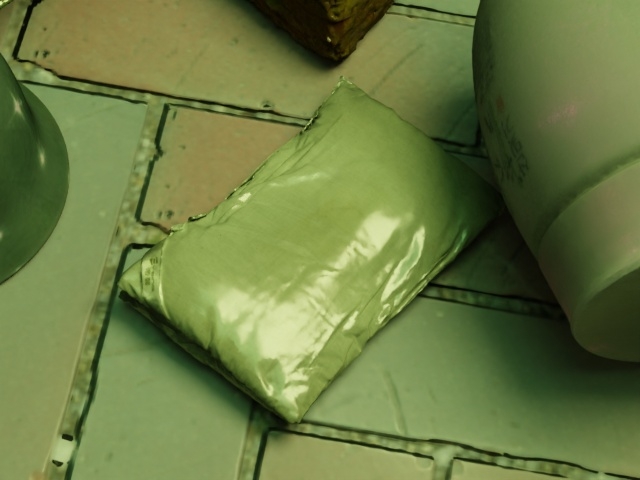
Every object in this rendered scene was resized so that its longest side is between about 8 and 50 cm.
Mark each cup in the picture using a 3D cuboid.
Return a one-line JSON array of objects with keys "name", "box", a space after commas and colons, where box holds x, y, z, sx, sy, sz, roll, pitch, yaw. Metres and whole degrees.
[{"name": "cup", "box": [-0.258, -0.077, 0.984, 0.199, 0.150, 0.199, 2, 59, -3]}]

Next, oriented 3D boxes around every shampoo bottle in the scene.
[{"name": "shampoo bottle", "box": [0.234, -0.077, 0.948, 0.273, 0.273, 0.266, -9, 66, -9]}]

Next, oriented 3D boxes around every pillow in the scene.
[{"name": "pillow", "box": [0.000, 0.000, 1.017, 0.148, 0.050, 0.230, 41, 65, 11]}]

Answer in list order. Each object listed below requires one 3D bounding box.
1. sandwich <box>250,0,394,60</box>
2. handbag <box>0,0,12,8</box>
[{"name": "sandwich", "box": [0.020, -0.298, 1.168, 0.301, 0.099, 0.271, -39, 64, -20]}, {"name": "handbag", "box": [-0.254, -0.308, 1.051, 0.263, 0.222, 0.241, -44, 56, -9]}]
